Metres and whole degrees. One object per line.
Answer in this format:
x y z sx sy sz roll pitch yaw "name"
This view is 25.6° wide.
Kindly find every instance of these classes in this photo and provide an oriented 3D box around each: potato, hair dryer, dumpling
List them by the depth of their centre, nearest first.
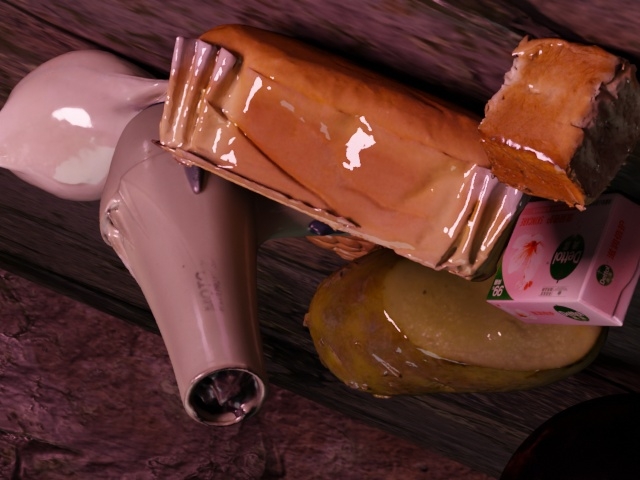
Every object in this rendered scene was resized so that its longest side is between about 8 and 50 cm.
-0.024 0.019 1.000 0.298 0.296 0.119 11 129 2 "hair dryer"
-0.184 -0.093 1.186 0.228 0.124 0.151 -8 171 19 "dumpling"
0.120 0.067 1.270 0.298 0.141 0.176 -8 167 33 "potato"

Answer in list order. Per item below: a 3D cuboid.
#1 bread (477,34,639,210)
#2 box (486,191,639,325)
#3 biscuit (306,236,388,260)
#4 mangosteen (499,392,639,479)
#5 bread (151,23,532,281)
0.139 -0.065 0.802 0.070 0.083 0.077 25 168 34 "bread"
0.186 0.015 1.049 0.043 0.089 0.125 28 165 -22 "box"
0.031 -0.005 1.382 0.162 0.035 0.250 16 168 44 "biscuit"
0.387 0.340 1.572 0.382 0.382 0.435 15 -156 31 "mangosteen"
0.020 -0.061 0.922 0.241 0.107 0.136 23 -173 9 "bread"
